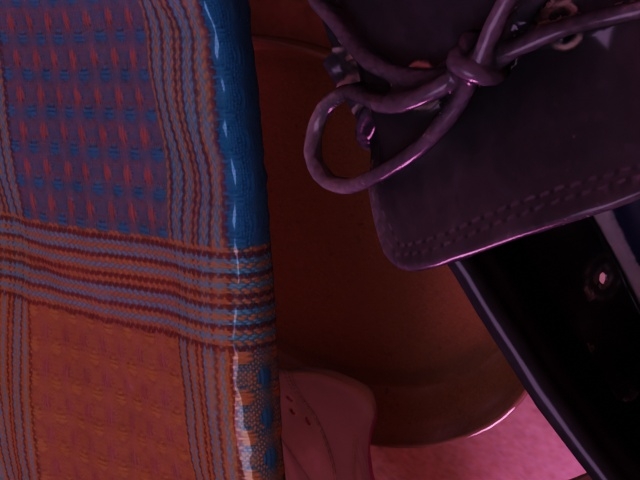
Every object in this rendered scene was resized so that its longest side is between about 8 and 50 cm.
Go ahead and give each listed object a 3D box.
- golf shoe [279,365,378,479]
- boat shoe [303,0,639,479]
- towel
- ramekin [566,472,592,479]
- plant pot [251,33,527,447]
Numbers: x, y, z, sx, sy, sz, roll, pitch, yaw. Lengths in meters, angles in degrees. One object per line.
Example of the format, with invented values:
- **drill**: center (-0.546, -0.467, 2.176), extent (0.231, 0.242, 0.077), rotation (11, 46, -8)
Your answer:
- **golf shoe**: center (-0.003, 0.203, 0.757), extent (0.115, 0.140, 0.306), rotation (6, 110, 33)
- **boat shoe**: center (0.085, -0.069, 0.536), extent (0.187, 0.156, 0.500), rotation (-16, 116, 43)
- **towel**: center (-0.110, 0.044, 0.682), extent (0.271, 0.040, 0.370), rotation (5, 102, 49)
- **ramekin**: center (0.175, 0.224, 0.641), extent (0.303, 0.303, 0.148), rotation (18, 128, 20)
- **plant pot**: center (0.000, 0.000, 0.744), extent (0.236, 0.032, 0.236), rotation (19, 135, 20)
